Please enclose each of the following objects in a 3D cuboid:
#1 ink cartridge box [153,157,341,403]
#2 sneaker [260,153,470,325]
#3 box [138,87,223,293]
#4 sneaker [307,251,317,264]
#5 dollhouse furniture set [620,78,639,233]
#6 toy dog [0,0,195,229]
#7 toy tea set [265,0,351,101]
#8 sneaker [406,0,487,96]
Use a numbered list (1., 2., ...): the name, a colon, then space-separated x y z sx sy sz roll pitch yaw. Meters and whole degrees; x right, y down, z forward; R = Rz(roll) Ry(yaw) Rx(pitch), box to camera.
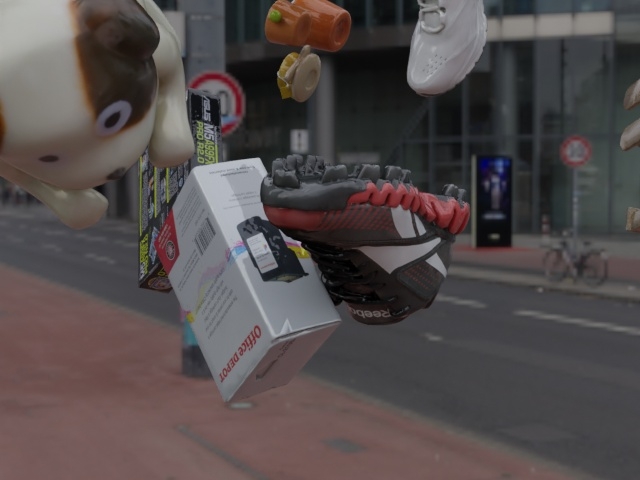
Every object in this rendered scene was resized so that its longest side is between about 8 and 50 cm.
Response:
1. ink cartridge box: -0.069 0.036 0.941 0.072 0.175 0.127 -12 -26 -34
2. sneaker: 0.039 0.004 0.880 0.097 0.135 0.276 12 1 30
3. box: -0.232 -0.081 1.746 0.060 0.270 0.216 13 -35 -28
4. sneaker: 0.000 0.000 1.643 0.071 0.083 0.191 -39 -30 -6
5. dollhouse furniture set: 0.617 -0.138 1.828 0.212 0.242 0.161 10 -12 -7
6. toy dog: -0.284 -0.209 1.159 0.284 0.395 0.408 -21 31 -8
7. toy tea set: -0.054 -0.399 1.760 0.124 0.200 0.336 23 -30 23
8. sneaker: 0.167 -0.340 1.416 0.111 0.297 0.129 19 5 38
